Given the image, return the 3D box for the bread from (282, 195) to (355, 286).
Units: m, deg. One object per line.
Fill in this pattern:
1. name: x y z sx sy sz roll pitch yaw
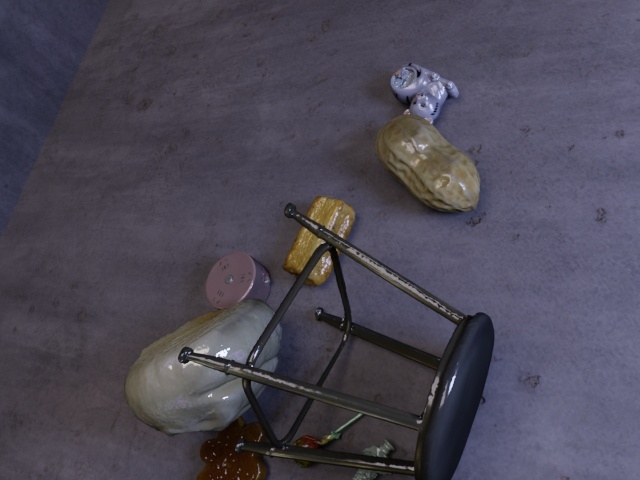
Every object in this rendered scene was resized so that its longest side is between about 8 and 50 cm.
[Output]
1. bread: 0.000 0.000 1.434 0.114 0.083 0.210 18 76 43

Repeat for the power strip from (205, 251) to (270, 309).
1. power strip: -0.199 0.107 1.507 0.154 0.078 0.154 -15 57 26

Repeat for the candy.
1. candy: 0.028 0.384 1.239 0.201 0.060 0.060 -34 52 2

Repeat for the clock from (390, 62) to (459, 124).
1. clock: 0.229 -0.347 1.478 0.117 0.080 0.176 -51 52 0

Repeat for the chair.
1. chair: 0.067 0.220 1.093 0.410 0.361 0.364 15 53 24

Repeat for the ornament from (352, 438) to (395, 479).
1. ornament: 0.104 0.422 1.172 0.069 0.041 0.092 5 59 28

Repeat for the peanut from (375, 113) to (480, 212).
1. peanut: 0.229 -0.170 1.344 0.152 0.152 0.313 -40 53 8

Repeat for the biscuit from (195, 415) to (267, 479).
1. biscuit: -0.196 0.494 1.323 0.180 0.039 0.236 13 74 34

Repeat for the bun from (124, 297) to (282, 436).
1. bun: -0.230 0.277 1.310 0.365 0.365 0.219 -27 97 17
